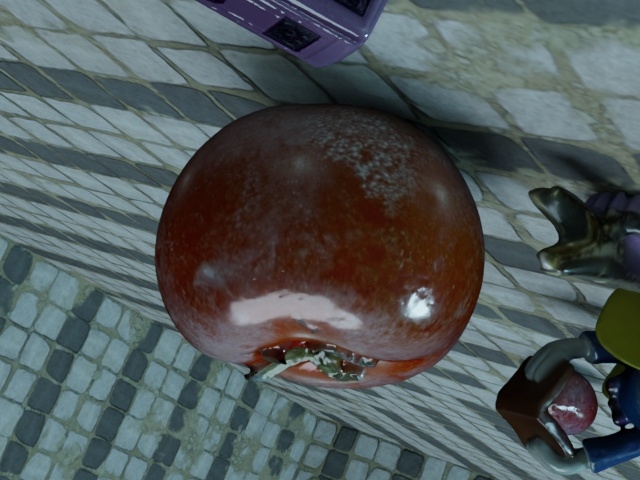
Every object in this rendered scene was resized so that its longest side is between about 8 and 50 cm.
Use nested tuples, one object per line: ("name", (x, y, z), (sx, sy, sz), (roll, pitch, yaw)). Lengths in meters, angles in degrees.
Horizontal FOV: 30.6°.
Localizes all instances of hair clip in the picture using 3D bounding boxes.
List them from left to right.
("hair clip", (0.273, 0.029, 0.950), (0.292, 0.084, 0.106), (27, 163, -39))

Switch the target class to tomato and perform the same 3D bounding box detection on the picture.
("tomato", (0.000, 0.000, 0.953), (0.270, 0.227, 0.270), (3, 162, 1))

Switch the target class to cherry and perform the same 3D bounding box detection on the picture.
("cherry", (0.332, 0.224, 1.621), (0.107, 0.090, 0.225), (7, 172, 16))

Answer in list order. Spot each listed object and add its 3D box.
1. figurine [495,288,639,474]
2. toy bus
("figurine", (0.336, 0.184, 1.225), (0.283, 0.204, 0.338), (-16, 160, 30))
("toy bus", (-0.045, -0.171, 0.622), (0.178, 0.098, 0.087), (28, 167, -18))
